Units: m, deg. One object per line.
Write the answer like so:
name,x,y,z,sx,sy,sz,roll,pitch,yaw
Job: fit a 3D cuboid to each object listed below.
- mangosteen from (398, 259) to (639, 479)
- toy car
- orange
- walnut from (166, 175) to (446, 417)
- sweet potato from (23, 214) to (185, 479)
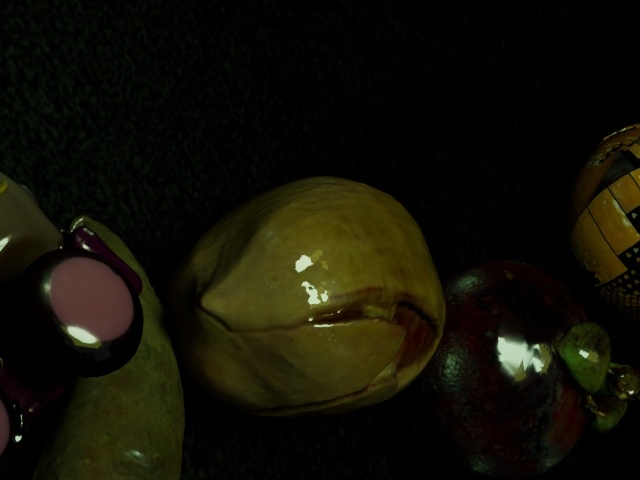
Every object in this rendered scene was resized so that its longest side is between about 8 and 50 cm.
mangosteen,0.179,0.119,1.397,0.216,0.216,0.216,18,66,-45
toy car,-0.283,0.073,0.875,0.240,0.271,0.341,45,42,-4
orange,0.373,-0.018,1.685,0.234,0.182,0.235,-1,91,-52
walnut,-0.017,0.048,1.205,0.297,0.203,0.203,0,79,-56
sweet potato,-0.160,0.173,1.065,0.130,0.130,0.423,36,47,-37
